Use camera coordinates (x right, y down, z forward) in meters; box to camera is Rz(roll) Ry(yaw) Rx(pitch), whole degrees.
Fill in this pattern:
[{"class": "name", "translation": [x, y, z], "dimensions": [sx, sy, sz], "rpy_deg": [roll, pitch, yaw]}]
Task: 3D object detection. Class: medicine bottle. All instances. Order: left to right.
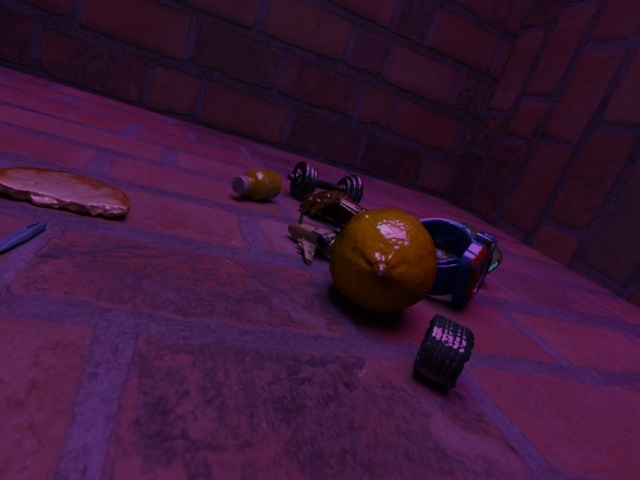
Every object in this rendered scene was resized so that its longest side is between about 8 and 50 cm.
[{"class": "medicine bottle", "translation": [-0.256, -0.219, 1.583], "dimensions": [0.122, 0.121, 0.213], "rpy_deg": [27, 19, 23]}]

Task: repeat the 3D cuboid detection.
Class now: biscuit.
[{"class": "biscuit", "translation": [-0.646, -0.127, 1.024], "dimensions": [0.309, 0.040, 0.204], "rpy_deg": [13, 19, -23]}]

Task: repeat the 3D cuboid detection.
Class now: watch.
[{"class": "watch", "translation": [0.400, 0.029, 1.285], "dimensions": [0.275, 0.241, 0.305], "rpy_deg": [21, 45, 27]}]

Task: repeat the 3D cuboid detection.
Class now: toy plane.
[{"class": "toy plane", "translation": [0.000, 0.000, 1.258], "dimensions": [0.256, 0.104, 0.242], "rpy_deg": [35, 37, 23]}]

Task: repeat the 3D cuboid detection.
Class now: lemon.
[{"class": "lemon", "translation": [0.152, 0.050, 1.001], "dimensions": [0.268, 0.268, 0.322], "rpy_deg": [26, 19, 19]}]

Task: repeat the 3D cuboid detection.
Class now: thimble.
[{"class": "thimble", "translation": [0.248, 0.220, 0.813], "dimensions": [0.090, 0.118, 0.135], "rpy_deg": [24, 18, 16]}]

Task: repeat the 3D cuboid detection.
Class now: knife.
[{"class": "knife", "translation": [-0.581, 0.018, 0.704], "dimensions": [0.045, 0.019, 0.313], "rpy_deg": [9, 19, -7]}]

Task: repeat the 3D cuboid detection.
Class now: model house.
[{"class": "model house", "translation": [0.580, 0.071, 1.598], "dimensions": [0.214, 0.195, 0.189], "rpy_deg": [43, 1, 22]}]

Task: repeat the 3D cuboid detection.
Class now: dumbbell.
[{"class": "dumbbell", "translation": [0.031, -0.258, 1.919], "dimensions": [0.407, 0.179, 0.179], "rpy_deg": [10, 20, -29]}]

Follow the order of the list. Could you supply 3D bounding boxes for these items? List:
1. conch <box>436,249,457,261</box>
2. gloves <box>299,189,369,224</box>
[{"class": "conch", "translation": [0.446, 0.073, 1.459], "dimensions": [0.202, 0.134, 0.196], "rpy_deg": [31, 63, 12]}, {"class": "gloves", "translation": [0.068, -0.131, 1.635], "dimensions": [0.331, 0.141, 0.154], "rpy_deg": [27, 20, 23]}]
